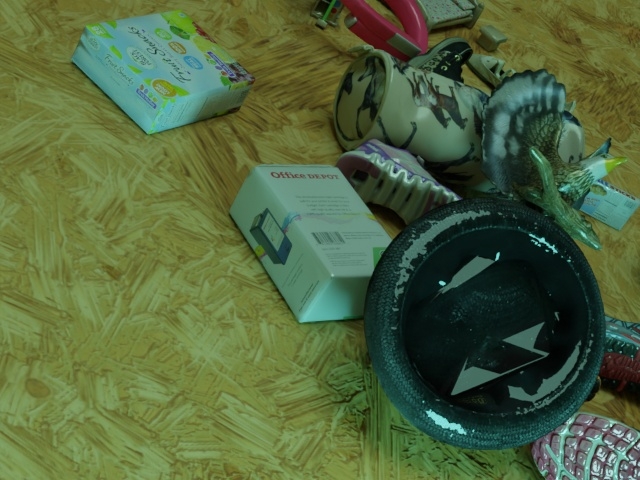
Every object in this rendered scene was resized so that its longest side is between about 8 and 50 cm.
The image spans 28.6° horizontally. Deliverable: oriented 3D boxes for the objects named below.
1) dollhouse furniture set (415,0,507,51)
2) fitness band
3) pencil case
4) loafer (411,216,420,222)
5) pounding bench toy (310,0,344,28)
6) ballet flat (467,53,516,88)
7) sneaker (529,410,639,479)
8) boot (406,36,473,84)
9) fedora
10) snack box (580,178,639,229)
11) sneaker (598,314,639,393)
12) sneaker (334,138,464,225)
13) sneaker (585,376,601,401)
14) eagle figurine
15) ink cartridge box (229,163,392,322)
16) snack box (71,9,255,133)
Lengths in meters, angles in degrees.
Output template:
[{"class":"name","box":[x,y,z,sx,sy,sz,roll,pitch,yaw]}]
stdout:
[{"class":"dollhouse furniture set","box":[0.191,-0.522,2.428,0.355,0.174,0.303,43,35,18]},{"class":"fitness band","box":[0.095,-0.428,2.255,0.291,0.054,0.209,29,36,-41]},{"class":"pencil case","box":[0.221,-0.182,2.003,0.410,0.160,0.183,15,69,-23]},{"class":"loafer","box":[0.223,0.063,1.774,0.251,0.094,0.087,30,67,-4]},{"class":"pounding bench toy","box":[0.019,-0.424,2.258,0.052,0.065,0.083,25,34,-10]},{"class":"ballet flat","box":[0.344,-0.314,2.384,0.057,0.052,0.168,-8,49,-44]},{"class":"sneaker","box":[0.395,0.295,1.582,0.299,0.121,0.112,23,5,-11]},{"class":"boot","box":[0.244,-0.261,2.209,0.178,0.085,0.236,43,39,12]},{"class":"fedora","box":[0.181,0.106,1.549,0.334,0.152,0.334,5,77,-24]},{"class":"snack box","box":[0.455,-0.083,2.155,0.178,0.064,0.022,27,35,-7]},{"class":"sneaker","box":[0.483,0.167,1.811,0.262,0.104,0.125,25,31,-10]},{"class":"sneaker","box":[0.138,-0.079,1.865,0.236,0.095,0.104,30,35,-1]},{"class":"sneaker","box":[0.275,0.147,1.709,0.221,0.083,0.087,32,19,-8]},{"class":"eagle figurine","box":[0.346,-0.095,1.868,0.225,0.226,0.298,6,29,-3]},{"class":"ink cartridge box","box":[0.000,0.000,1.655,0.154,0.093,0.212,-2,47,-41]},{"class":"snack box","box":[-0.225,-0.249,1.826,0.174,0.070,0.207,43,36,17]}]
